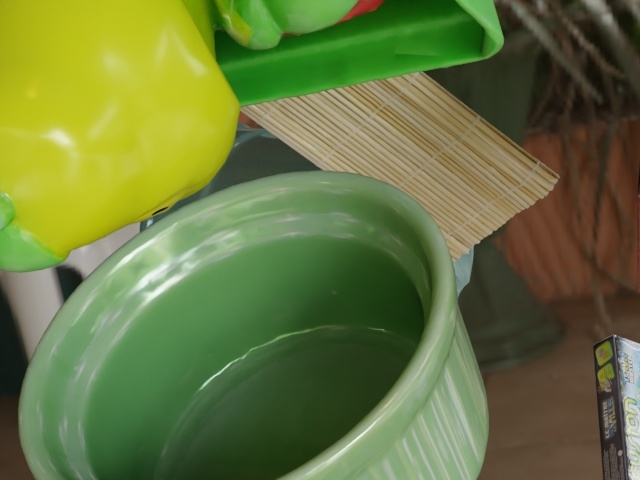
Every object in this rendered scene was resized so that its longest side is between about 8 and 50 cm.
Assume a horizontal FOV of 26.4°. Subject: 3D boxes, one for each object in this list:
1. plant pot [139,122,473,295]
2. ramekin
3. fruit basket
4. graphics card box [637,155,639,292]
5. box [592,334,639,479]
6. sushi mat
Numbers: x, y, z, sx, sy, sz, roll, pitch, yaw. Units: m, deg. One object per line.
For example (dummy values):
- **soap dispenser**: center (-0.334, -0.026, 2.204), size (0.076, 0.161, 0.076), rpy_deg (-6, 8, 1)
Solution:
- **plant pot**: center (0.000, 0.000, 1.803), size (0.334, 0.341, 0.341), rpy_deg (-1, 16, 37)
- **ramekin**: center (-0.034, 0.107, 0.919), size (0.303, 0.148, 0.303), rpy_deg (-17, 39, 14)
- **fruit basket**: center (-0.101, -0.128, 0.863), size (0.392, 0.392, 0.283), rpy_deg (-3, -21, 34)
- **graphics card box**: center (0.281, -0.158, 0.948), size (0.094, 0.370, 0.233), rpy_deg (6, -14, 15)
- **box**: center (0.360, 0.216, 1.503), size (0.114, 0.207, 0.036), rpy_deg (20, -35, -27)
- **sushi mat**: center (0.037, -0.104, 1.172), size (0.151, 0.316, 0.019), rpy_deg (-42, 17, 45)
